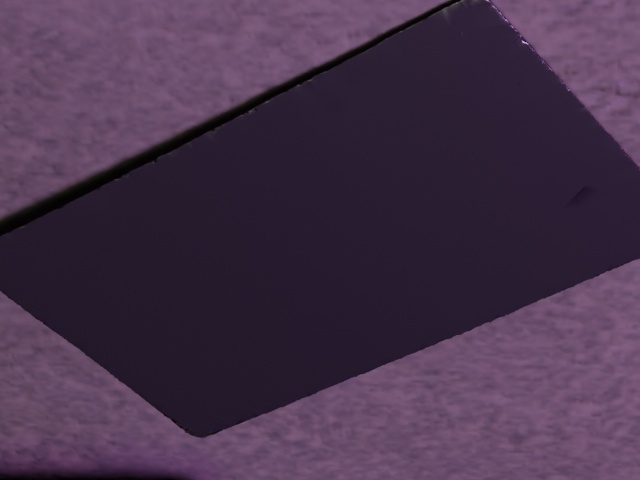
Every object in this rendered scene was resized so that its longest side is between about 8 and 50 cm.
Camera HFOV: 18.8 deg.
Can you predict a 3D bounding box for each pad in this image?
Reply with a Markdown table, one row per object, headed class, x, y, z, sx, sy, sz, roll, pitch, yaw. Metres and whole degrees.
| class | x | y | z | sx | sy | sz | roll | pitch | yaw |
| --- | --- | --- | --- | --- | --- | --- | --- | --- | --- |
| pad | 0.000 | 0.000 | 0.797 | 0.265 | 0.009 | 0.159 | -24 | 131 | 29 |
